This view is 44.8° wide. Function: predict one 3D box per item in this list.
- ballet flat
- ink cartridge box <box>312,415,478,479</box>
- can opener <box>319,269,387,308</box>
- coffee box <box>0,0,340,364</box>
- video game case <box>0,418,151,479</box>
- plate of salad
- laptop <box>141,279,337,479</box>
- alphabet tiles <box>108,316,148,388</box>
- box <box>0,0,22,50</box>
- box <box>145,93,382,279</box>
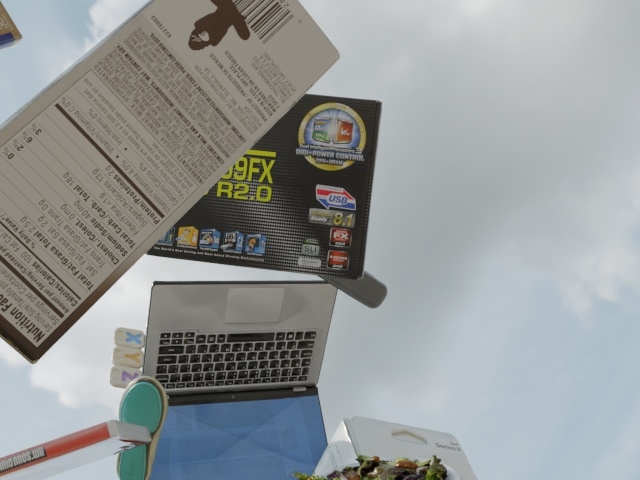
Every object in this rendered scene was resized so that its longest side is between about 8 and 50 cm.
[{"bbox_3d":[-0.313,0.323,1.373,0.086,0.086,0.249,2,-59,-31],"label":"ballet flat"},{"bbox_3d":[0.082,0.430,1.195,0.211,0.122,0.289,14,-66,-22],"label":"ink cartridge box"},{"bbox_3d":[0.000,0.000,1.180,0.283,0.076,0.095,33,-88,-28],"label":"can opener"},{"bbox_3d":[-0.124,-0.057,0.465,0.246,0.141,0.098,-48,-71,-19],"label":"coffee box"},{"bbox_3d":[-0.385,0.302,1.039,0.285,0.025,0.204,-19,-16,-5],"label":"video game case"},{"bbox_3d":[0.047,0.259,0.820,0.199,0.200,0.048,-13,-87,-23],"label":"plate of salad"},{"bbox_3d":[-0.138,0.308,1.504,0.381,0.236,0.408,1,-65,-23],"label":"laptop"},{"bbox_3d":[-0.329,0.277,1.748,0.277,0.284,0.021,14,-53,-19],"label":"alphabet tiles"},{"bbox_3d":[-0.516,-0.280,0.991,0.225,0.036,0.136,-38,-78,-38],"label":"box"},{"bbox_3d":[-0.069,-0.073,0.950,0.269,0.060,0.216,7,-91,5],"label":"box"}]
